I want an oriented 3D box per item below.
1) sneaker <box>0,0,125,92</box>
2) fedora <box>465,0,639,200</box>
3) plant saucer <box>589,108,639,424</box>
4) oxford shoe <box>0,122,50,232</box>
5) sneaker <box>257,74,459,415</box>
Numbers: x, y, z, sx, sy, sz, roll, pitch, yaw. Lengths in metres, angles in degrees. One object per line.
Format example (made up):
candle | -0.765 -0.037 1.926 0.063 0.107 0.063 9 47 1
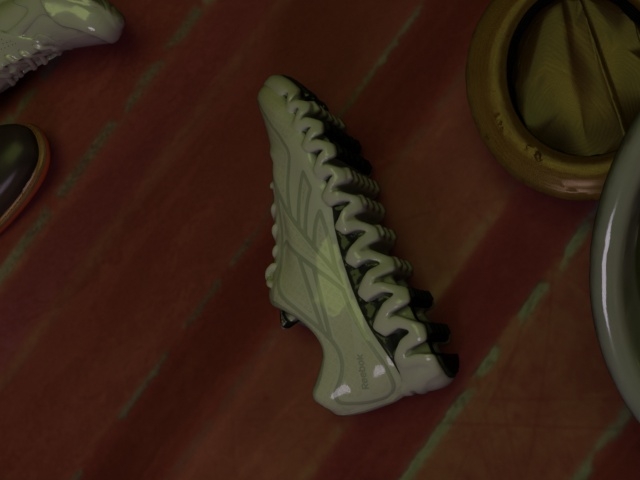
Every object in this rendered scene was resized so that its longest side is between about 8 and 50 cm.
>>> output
sneaker | -0.280 -0.177 1.069 0.232 0.090 0.115 5 84 25
fedora | 0.206 -0.123 0.920 0.194 0.079 0.194 -2 82 13
plant saucer | 0.369 -0.006 0.774 0.400 0.100 0.401 0 111 -1
oxford shoe | -0.365 -0.029 1.037 0.271 0.098 0.097 -30 71 6
sneaker | 0.000 0.000 0.935 0.118 0.110 0.292 -28 70 16
